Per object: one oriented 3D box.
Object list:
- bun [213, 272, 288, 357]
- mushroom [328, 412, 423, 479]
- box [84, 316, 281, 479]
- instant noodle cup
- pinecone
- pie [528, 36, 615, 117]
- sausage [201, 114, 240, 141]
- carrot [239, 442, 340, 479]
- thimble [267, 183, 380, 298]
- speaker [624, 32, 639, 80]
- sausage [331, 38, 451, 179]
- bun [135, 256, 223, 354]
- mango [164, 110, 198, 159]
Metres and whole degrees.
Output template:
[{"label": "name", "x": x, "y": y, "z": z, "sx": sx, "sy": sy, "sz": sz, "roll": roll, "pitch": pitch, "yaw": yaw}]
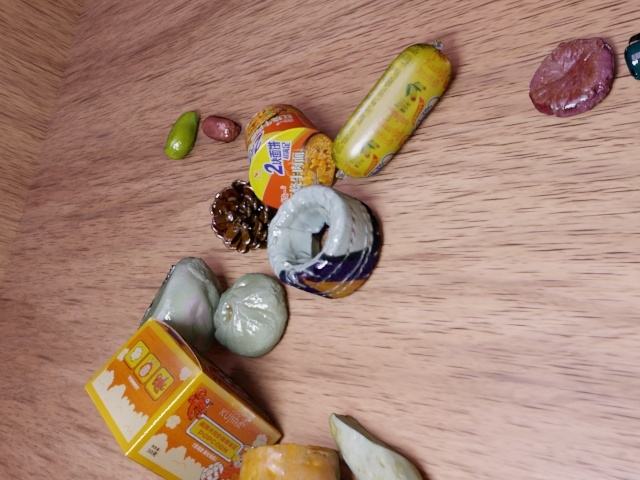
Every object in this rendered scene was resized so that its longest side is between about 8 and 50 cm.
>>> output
[{"label": "bun", "x": -0.166, "y": 0.165, "z": 1.336, "sx": 0.195, "sy": 0.118, "sz": 0.196, "roll": -21, "pitch": 57, "yaw": 36}, {"label": "mushroom", "x": 0.118, "y": 0.413, "z": 0.997, "sx": 0.107, "sy": 0.087, "sz": 0.333, "roll": -52, "pitch": 44, "yaw": 16}, {"label": "box", "x": -0.279, "y": 0.348, "z": 1.209, "sx": 0.214, "sy": 0.283, "sz": 0.259, "roll": -49, "pitch": 40, "yaw": -14}, {"label": "instant noodle cup", "x": -0.078, "y": -0.205, "z": 1.351, "sx": 0.213, "sy": 0.213, "sz": 0.174, "roll": -47, "pitch": 39, "yaw": 19}, {"label": "pinecone", "x": -0.185, "y": -0.057, "z": 1.400, "sx": 0.149, "sy": 0.195, "sz": 0.179, "roll": -7, "pitch": 91, "yaw": -3}, {"label": "pie", "x": 0.431, "y": -0.283, "z": 1.009, "sx": 0.153, "sy": 0.038, "sz": 0.154, "roll": -19, "pitch": 59, "yaw": 36}, {"label": "sausage", "x": -0.286, "y": -0.318, "z": 1.666, "sx": 0.141, "sy": 0.076, "sz": 0.076, "roll": 24, "pitch": 90, "yaw": 44}, {"label": "carrot", "x": -0.060, "y": 0.542, "z": 1.015, "sx": 0.224, "sy": 0.224, "sz": 0.341, "roll": -22, "pitch": 56, "yaw": 35}, {"label": "thimble", "x": 0.000, "y": 0.000, "z": 1.222, "sx": 0.237, "sy": 0.150, "sz": 0.238, "roll": -19, "pitch": 61, "yaw": 38}, {"label": "speaker", "x": 0.519, "y": -0.306, "z": 0.920, "sx": 0.075, "sy": 0.060, "sz": 0.095, "roll": -21, "pitch": 60, "yaw": 35}, {"label": "sausage", "x": 0.142, "y": -0.261, "z": 1.209, "sx": 0.347, "sy": 0.123, "sz": 0.123, "roll": -52, "pitch": 47, "yaw": 15}, {"label": "bun", "x": -0.326, "y": 0.194, "z": 1.426, "sx": 0.293, "sy": 0.187, "sz": 0.293, "roll": -56, "pitch": 16, "yaw": 25}, {"label": "mango", "x": -0.418, "y": -0.321, "z": 1.793, "sx": 0.091, "sy": 0.074, "sz": 0.165, "roll": 13, "pitch": 72, "yaw": 49}]
